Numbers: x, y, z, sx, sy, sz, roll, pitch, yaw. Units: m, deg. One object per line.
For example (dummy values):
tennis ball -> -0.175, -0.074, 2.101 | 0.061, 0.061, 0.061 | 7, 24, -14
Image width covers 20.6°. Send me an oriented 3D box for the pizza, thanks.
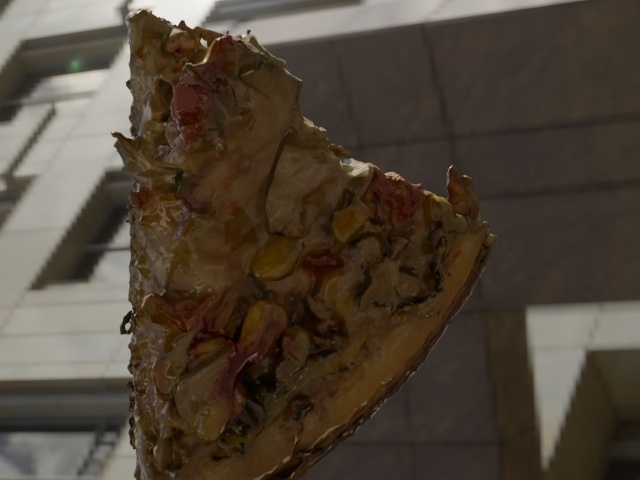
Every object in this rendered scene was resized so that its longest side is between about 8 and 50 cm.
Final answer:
pizza -> 0.000, 0.000, 0.972 | 0.251, 0.074, 0.287 | -19, -62, -38
